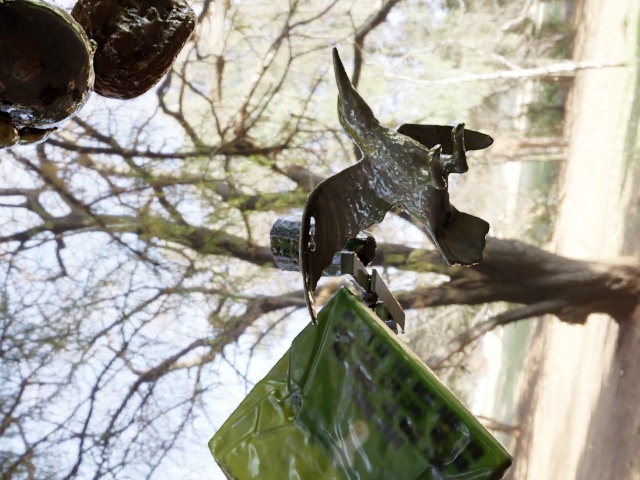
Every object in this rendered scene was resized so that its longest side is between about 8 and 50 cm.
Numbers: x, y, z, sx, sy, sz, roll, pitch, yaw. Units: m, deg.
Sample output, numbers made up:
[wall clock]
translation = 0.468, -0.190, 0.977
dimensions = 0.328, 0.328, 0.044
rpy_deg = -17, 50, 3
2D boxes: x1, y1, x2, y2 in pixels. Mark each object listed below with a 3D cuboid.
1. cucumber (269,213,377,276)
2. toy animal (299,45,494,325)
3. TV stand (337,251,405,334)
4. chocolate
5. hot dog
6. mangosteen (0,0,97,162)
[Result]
[cucumber]
translation = 0.000, 0.000, 1.071
dimensions = 0.063, 0.243, 0.115
rpy_deg = 37, -110, -35
[toy animal]
translation = 0.060, -0.061, 0.426
dimensions = 0.219, 0.095, 0.155
rpy_deg = -36, -60, -29
[TV stand]
translation = 0.077, 0.082, 0.900
dimensions = 0.249, 0.042, 0.036
rpy_deg = 53, -140, -56
[chocolate]
translation = 0.048, 0.264, 0.782
dimensions = 0.289, 0.301, 0.137
rpy_deg = -50, -37, 7
[hot dog]
translation = -0.277, -0.310, 0.931
dimensions = 0.099, 0.160, 0.227
rpy_deg = -45, 26, 59
[mangosteen]
translation = -0.366, -0.182, 0.718
dimensions = 0.217, 0.192, 0.192
rpy_deg = -71, -19, 3
